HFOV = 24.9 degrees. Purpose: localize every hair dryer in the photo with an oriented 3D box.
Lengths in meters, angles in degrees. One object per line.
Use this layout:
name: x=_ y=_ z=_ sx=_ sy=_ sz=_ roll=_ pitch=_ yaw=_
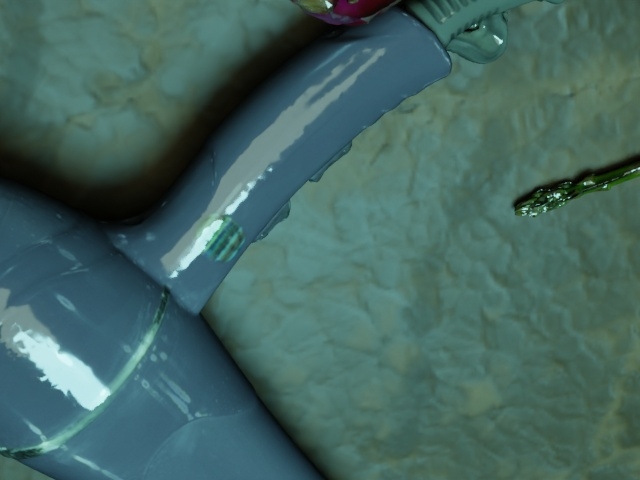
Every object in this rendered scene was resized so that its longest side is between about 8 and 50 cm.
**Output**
hair dryer: x=0.000 y=0.000 z=0.722 sx=0.361 sy=0.121 sz=0.301 roll=-46 pitch=118 yaw=1

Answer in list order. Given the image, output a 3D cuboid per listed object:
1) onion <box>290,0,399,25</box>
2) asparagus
onion: x=0.000 y=-0.182 z=0.657 sx=0.140 sy=0.150 sz=0.150 roll=30 pitch=104 yaw=23
asparagus: x=0.181 y=-0.044 z=0.775 sx=0.166 sy=0.016 sz=0.013 roll=-22 pitch=143 yaw=-3
